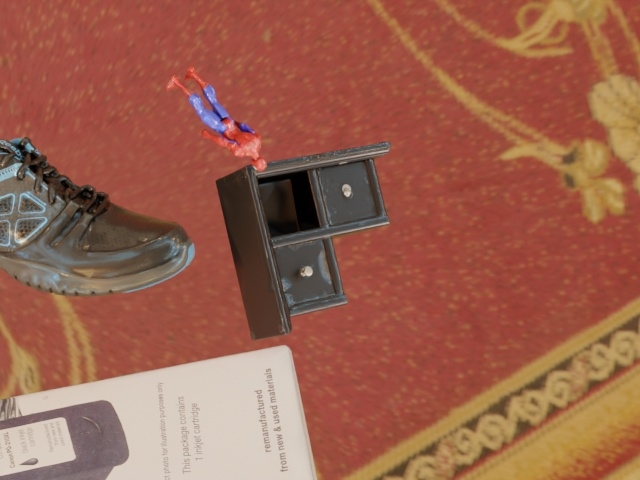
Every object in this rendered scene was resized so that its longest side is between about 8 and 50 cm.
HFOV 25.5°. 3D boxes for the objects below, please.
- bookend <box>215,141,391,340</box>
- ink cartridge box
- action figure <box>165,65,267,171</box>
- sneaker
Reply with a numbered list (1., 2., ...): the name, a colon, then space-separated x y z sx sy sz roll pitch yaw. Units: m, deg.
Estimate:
1. bookend: 0.000 0.000 1.322 0.156 0.072 0.157 -11 87 -29
2. ink cartridge box: -0.114 0.160 0.672 0.237 0.100 0.172 -10 130 -2
3. action figure: -0.088 -0.104 1.258 0.115 0.030 0.038 46 47 13
4. sneaker: -0.299 -0.030 1.480 0.340 0.125 0.140 8 108 6
